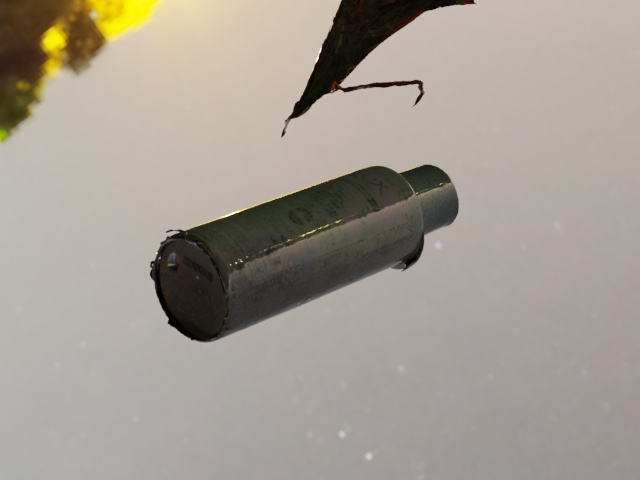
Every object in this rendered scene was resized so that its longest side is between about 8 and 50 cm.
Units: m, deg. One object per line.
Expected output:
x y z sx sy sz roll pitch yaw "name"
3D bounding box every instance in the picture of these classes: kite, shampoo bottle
0.062 -0.110 0.689 0.198 0.006 0.244 -43 -157 -15 "kite"
0.000 0.000 0.914 0.214 0.072 0.072 -21 -175 -42 "shampoo bottle"
